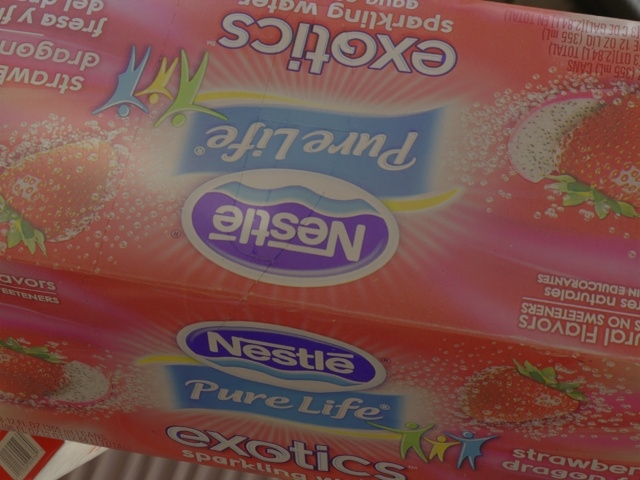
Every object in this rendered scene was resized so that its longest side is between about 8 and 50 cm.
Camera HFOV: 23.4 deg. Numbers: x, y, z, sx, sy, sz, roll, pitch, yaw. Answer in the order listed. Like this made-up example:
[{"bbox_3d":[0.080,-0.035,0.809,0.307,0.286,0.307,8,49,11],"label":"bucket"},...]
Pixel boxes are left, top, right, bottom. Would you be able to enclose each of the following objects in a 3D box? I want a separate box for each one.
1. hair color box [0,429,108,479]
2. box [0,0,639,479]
[{"bbox_3d":[-0.173,0.128,1.088,0.043,0.072,0.141,45,-157,10],"label":"hair color box"},{"bbox_3d":[0.000,0.000,0.589,0.300,0.154,0.142,9,-122,6],"label":"box"}]
